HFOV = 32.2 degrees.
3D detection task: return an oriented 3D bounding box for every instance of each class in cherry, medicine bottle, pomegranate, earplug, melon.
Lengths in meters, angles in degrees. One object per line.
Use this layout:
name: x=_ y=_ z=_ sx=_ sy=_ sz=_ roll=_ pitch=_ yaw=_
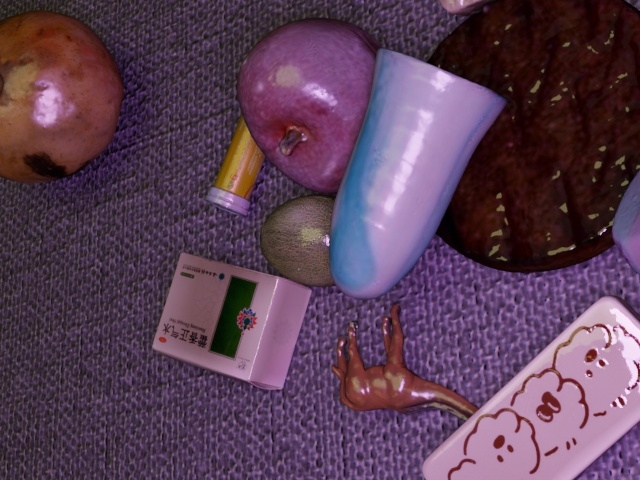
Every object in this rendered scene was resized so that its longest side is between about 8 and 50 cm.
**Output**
cherry: x=0.009 y=-0.207 z=1.628 sx=0.221 sy=0.261 sz=0.307 roll=-29 pitch=18 yaw=31
medicine bottle: x=-0.117 y=-0.152 z=1.806 sx=0.074 sy=0.074 sz=0.218 roll=18 pitch=85 yaw=37
pomegranate: x=-0.507 y=-0.252 z=1.978 sx=0.322 sy=0.322 sz=0.322 roll=-11 pitch=70 yaw=32
earplug: x=0.103 y=-0.074 z=1.479 sx=0.185 sy=0.185 sz=0.324 roll=28 pitch=100 yaw=37
melon: x=0.000 y=0.000 z=1.637 sx=0.192 sy=0.139 sz=0.139 roll=4 pitch=78 yaw=31

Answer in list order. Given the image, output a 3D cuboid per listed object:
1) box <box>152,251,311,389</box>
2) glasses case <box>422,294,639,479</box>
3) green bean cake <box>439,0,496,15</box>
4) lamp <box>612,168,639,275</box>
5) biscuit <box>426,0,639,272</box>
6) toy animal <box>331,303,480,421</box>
box: x=-0.140 y=0.124 z=1.724 sx=0.212 sy=0.095 sz=0.168 roll=13 pitch=86 yaw=37
glasses case: x=0.289 y=0.226 z=1.383 sx=0.336 sy=0.076 sz=0.144 roll=-47 pitch=73 yaw=14
green bean cake: x=0.259 y=-0.388 z=1.584 sx=0.179 sy=0.109 sz=0.085 roll=-16 pitch=92 yaw=30
lamp: x=0.468 y=0.030 z=1.229 sx=0.247 sy=0.301 sz=0.247 roll=-62 pitch=11 yaw=-22
biscuit: x=0.298 y=-0.151 z=1.509 sx=0.407 sy=0.091 sz=0.407 roll=-12 pitch=69 yaw=34
toy animal: x=0.134 y=0.197 z=1.533 sx=0.224 sy=0.066 sz=0.230 roll=-24 pitch=59 yaw=11
